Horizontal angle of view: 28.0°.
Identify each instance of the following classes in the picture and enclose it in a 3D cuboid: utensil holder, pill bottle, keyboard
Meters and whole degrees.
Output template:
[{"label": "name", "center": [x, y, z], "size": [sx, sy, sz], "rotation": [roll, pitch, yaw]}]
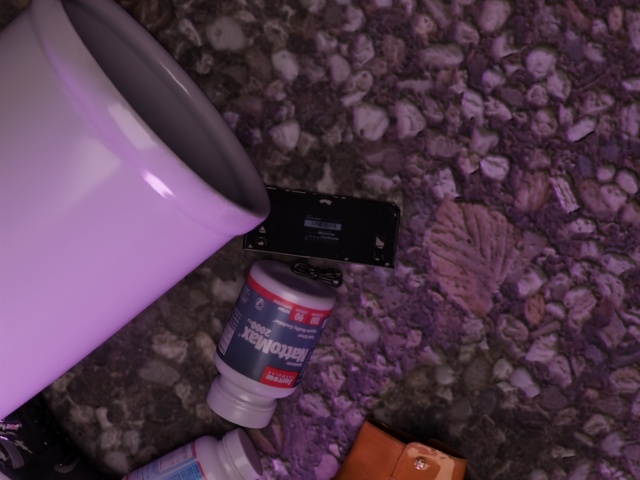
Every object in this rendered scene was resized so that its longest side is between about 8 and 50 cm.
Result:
[{"label": "utensil holder", "center": [-0.301, -0.032, 1.353], "size": [0.385, 0.327, 0.327], "rotation": [-40, 102, 10]}, {"label": "pill bottle", "center": [-0.063, 0.123, 1.506], "size": [0.108, 0.108, 0.180], "rotation": [22, 104, -6]}, {"label": "keyboard", "center": [0.000, 0.000, 1.507], "size": [0.180, 0.023, 0.108], "rotation": [7, 79, -2]}, {"label": "pill bottle", "center": [-0.155, 0.291, 1.559], "size": [0.160, 0.087, 0.087], "rotation": [-27, 103, 6]}]

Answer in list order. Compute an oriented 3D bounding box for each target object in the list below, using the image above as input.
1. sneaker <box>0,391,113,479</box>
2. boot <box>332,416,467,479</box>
[{"label": "sneaker", "center": [-0.357, 0.231, 1.535], "size": [0.283, 0.107, 0.124], "rotation": [27, 97, -7]}, {"label": "boot", "center": [0.134, 0.356, 1.527], "size": [0.295, 0.104, 0.211], "rotation": [29, 101, 22]}]
